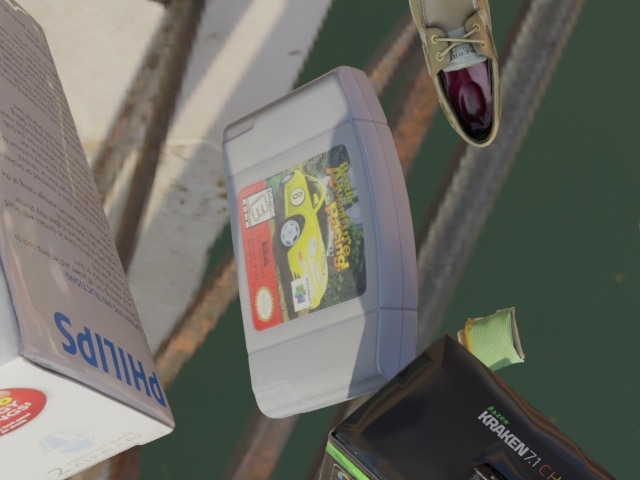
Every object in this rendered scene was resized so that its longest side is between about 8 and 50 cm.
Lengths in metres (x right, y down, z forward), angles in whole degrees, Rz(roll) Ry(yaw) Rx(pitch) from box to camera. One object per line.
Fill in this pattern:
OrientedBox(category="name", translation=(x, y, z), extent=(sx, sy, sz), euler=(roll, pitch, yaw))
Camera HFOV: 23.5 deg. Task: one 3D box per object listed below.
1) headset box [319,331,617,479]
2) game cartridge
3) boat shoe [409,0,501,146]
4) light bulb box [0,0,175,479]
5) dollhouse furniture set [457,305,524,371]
OrientedBox(category="headset box", translation=(0.123, 0.240, 1.152), extent=(0.131, 0.283, 0.246), euler=(-37, 68, -27))
OrientedBox(category="game cartridge", translation=(0.000, 0.000, 1.402), extent=(0.060, 0.196, 0.294), euler=(7, 69, -46))
OrientedBox(category="boat shoe", translation=(0.089, -0.120, 0.966), extent=(0.050, 0.045, 0.135), euler=(-19, 121, 6))
OrientedBox(category="light bulb box", translation=(-0.342, 0.024, 1.065), extent=(0.358, 0.361, 0.225), euler=(-26, 155, 10))
OrientedBox(category="dollhouse furniture set", translation=(0.172, 0.147, 1.606), extent=(0.058, 0.076, 0.151), euler=(5, 68, -40))
